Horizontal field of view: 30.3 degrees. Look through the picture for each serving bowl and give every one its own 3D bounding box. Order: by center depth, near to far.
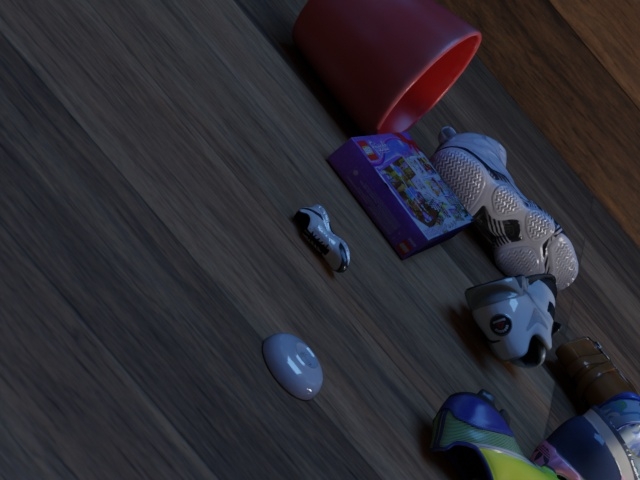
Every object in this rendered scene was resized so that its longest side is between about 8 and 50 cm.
[{"bbox_3d":[-0.025,0.133,1.293,0.083,0.027,0.083,42,23,-23],"label":"serving bowl"}]

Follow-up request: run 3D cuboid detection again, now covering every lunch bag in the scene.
[{"bbox_3d":[0.451,0.331,1.712,0.219,0.176,0.090,41,23,-22],"label":"lunch bag"}]

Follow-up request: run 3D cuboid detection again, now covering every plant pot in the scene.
[{"bbox_3d":[0.101,-0.337,2.041,0.243,0.275,0.275,45,20,9],"label":"plant pot"}]

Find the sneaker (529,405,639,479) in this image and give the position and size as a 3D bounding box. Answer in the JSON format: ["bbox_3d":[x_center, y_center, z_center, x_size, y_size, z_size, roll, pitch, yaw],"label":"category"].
[{"bbox_3d":[0.379,0.379,1.615,0.319,0.131,0.112,65,-7,-19],"label":"sneaker"}]

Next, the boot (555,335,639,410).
[{"bbox_3d":[0.478,0.257,1.976,0.220,0.109,0.283,58,19,14],"label":"boot"}]

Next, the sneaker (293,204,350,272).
[{"bbox_3d":[0.000,0.000,1.563,0.044,0.040,0.109,-4,51,-45],"label":"sneaker"}]

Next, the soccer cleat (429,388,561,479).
[{"bbox_3d":[0.236,0.313,1.473,0.289,0.093,0.121,49,51,-17],"label":"soccer cleat"}]

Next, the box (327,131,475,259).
[{"bbox_3d":[0.139,-0.081,1.936,0.201,0.057,0.293,54,21,8],"label":"box"}]

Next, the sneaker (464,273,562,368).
[{"bbox_3d":[0.318,0.133,1.893,0.330,0.122,0.146,-3,74,-66],"label":"sneaker"}]

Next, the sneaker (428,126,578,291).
[{"bbox_3d":[0.343,-0.071,2.216,0.366,0.137,0.210,41,25,-15],"label":"sneaker"}]
